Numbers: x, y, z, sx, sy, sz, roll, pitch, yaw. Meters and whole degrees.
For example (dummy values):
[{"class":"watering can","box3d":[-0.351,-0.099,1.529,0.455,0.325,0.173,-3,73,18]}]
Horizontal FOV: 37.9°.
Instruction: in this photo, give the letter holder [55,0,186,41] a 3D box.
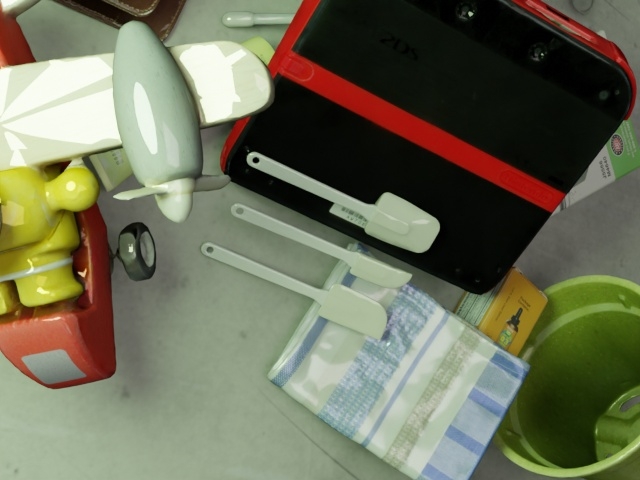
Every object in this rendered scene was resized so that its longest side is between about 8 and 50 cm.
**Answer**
[{"class":"letter holder","box3d":[-0.177,-0.383,0.961,0.214,0.152,0.301,21,80,-31]}]

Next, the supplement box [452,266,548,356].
[{"class":"supplement box","box3d":[0.204,0.146,1.231,0.078,0.080,0.233,42,72,-24]}]

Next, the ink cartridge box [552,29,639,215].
[{"class":"ink cartridge box","box3d":[0.278,-0.138,1.246,0.273,0.115,0.198,-27,104,-27]}]

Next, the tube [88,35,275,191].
[{"class":"tube","box3d":[-0.153,-0.149,1.032,0.240,0.062,0.070,-31,65,-21]}]

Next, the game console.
[{"class":"game console","box3d":[0.126,-0.136,1.058,0.387,0.060,0.342,25,118,-16]}]

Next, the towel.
[{"class":"towel","box3d":[0.100,0.159,1.138,0.285,0.034,0.209,35,73,-3]}]

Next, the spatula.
[{"class":"spatula","box3d":[0.000,0.000,1.079,0.242,0.019,0.168,24,108,-11]}]

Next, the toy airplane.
[{"class":"toy airplane","box3d":[-0.283,-0.076,0.792,0.384,0.272,0.386,32,111,-8]}]

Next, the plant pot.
[{"class":"plant pot","box3d":[0.399,0.225,1.261,0.254,0.276,0.276,37,72,-38]}]

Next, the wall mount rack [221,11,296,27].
[{"class":"wall mount rack","box3d":[0.047,-0.351,1.042,0.130,0.350,0.304,42,62,15]}]
